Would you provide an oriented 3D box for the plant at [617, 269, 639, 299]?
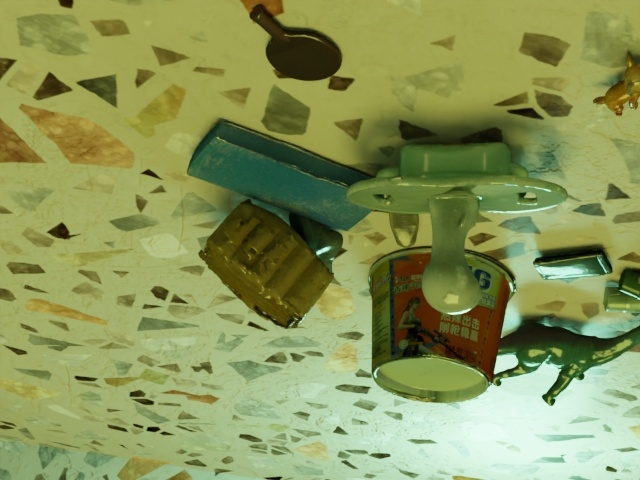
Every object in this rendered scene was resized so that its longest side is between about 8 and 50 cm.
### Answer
[{"bbox_3d":[0.599,0.087,2.028,0.102,0.051,0.051,18,151,3],"label":"plant"}]

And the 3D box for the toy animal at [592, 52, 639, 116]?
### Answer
[{"bbox_3d":[0.419,-0.215,1.532,0.081,0.061,0.083,0,159,12],"label":"toy animal"}]

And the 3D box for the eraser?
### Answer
[{"bbox_3d":[-0.058,-0.105,1.864,0.311,0.043,0.144,19,150,-19],"label":"eraser"}]

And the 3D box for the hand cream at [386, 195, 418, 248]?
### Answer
[{"bbox_3d":[0.147,-0.040,1.948,0.057,0.037,0.165,3,143,10],"label":"hand cream"}]

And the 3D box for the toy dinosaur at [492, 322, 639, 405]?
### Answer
[{"bbox_3d":[0.486,0.186,2.220,0.383,0.129,0.331,15,140,-11],"label":"toy dinosaur"}]

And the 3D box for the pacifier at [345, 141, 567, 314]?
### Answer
[{"bbox_3d":[0.210,-0.018,1.737,0.343,0.269,0.288,2,173,17],"label":"pacifier"}]

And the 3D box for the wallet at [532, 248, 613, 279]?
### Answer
[{"bbox_3d":[0.459,0.044,2.015,0.129,0.026,0.088,-8,151,25],"label":"wallet"}]

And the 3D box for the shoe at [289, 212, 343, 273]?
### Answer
[{"bbox_3d":[0.000,0.000,2.028,0.078,0.079,0.195,-27,142,-10],"label":"shoe"}]

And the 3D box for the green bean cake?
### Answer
[{"bbox_3d":[-0.094,0.044,1.957,0.224,0.131,0.230,40,166,1],"label":"green bean cake"}]

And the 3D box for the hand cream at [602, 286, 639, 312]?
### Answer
[{"bbox_3d":[0.635,0.112,2.074,0.204,0.050,0.078,1,145,2],"label":"hand cream"}]

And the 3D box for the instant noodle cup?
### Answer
[{"bbox_3d":[0.222,0.171,2.112,0.296,0.214,0.296,7,150,4],"label":"instant noodle cup"}]

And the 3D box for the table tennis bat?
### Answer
[{"bbox_3d":[-0.046,-0.233,1.552,0.107,0.119,0.170,-14,146,34],"label":"table tennis bat"}]
